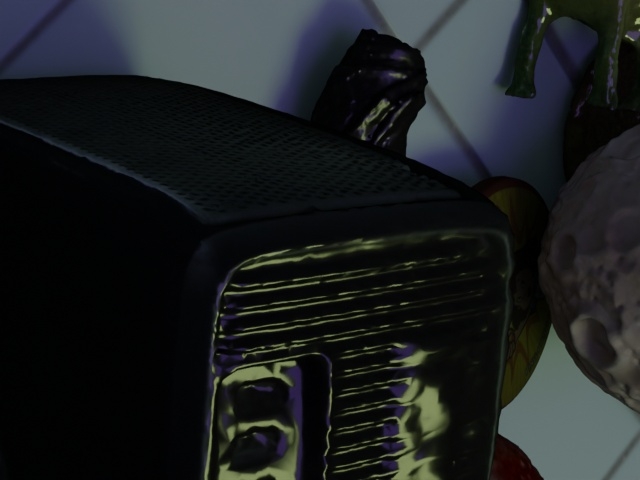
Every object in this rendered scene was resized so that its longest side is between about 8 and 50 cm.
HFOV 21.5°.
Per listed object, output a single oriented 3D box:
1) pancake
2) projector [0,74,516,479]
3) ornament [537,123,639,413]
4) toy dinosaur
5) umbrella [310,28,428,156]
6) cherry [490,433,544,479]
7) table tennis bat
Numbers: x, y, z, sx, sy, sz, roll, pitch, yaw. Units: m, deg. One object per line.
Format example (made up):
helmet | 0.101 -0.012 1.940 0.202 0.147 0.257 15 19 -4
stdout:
pancake | 0.289 -0.105 1.505 0.199 0.021 0.199 -14 113 -35
projector | -0.092 0.120 1.024 0.242 0.405 0.395 -6 108 -37
ornament | 0.302 0.031 1.384 0.259 0.259 0.225 24 120 -40
toy dinosaur | 0.250 -0.255 1.387 0.447 0.087 0.301 4 94 -32
umbrella | 0.000 0.000 1.267 0.094 0.090 0.326 19 92 -44
cherry | 0.085 0.223 1.347 0.192 0.175 0.250 -40 124 -2
table tennis bat | 0.117 0.045 1.355 0.310 0.038 0.200 3 95 -59
